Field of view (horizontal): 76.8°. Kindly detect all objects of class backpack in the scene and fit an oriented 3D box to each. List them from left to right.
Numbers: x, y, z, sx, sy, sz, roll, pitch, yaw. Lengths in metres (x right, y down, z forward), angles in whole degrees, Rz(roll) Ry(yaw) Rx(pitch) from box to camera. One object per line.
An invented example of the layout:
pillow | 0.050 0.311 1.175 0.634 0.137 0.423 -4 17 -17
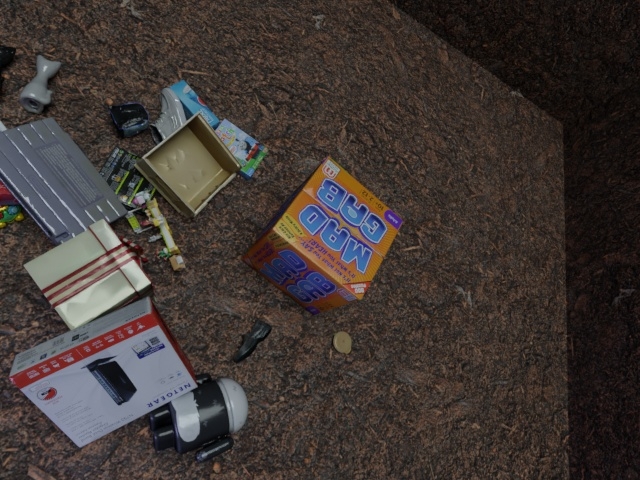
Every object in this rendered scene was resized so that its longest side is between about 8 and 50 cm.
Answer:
backpack | -0.671 -0.428 1.429 0.114 0.084 0.105 -24 82 -24

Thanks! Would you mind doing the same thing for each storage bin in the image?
storage bin | -0.451 -0.256 1.415 0.260 0.123 0.262 52 58 -27

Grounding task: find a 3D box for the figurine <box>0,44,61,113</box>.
figurine | -0.981 -0.540 1.316 0.215 0.092 0.209 11 63 -24

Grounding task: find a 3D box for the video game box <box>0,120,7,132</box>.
video game box | -1.007 -0.248 1.216 0.187 0.048 0.205 -38 91 -34

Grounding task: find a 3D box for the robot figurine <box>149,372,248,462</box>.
robot figurine | -0.355 0.519 1.201 0.278 0.174 0.209 -10 87 -29

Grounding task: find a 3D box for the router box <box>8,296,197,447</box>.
router box | -0.543 0.347 1.063 0.336 0.082 0.301 -25 124 -14

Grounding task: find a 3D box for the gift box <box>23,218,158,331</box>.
gift box | -0.619 0.121 1.171 0.258 0.255 0.276 -38 95 -23

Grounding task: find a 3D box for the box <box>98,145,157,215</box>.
box | -0.654 -0.205 1.383 0.184 0.045 0.190 25 62 -20

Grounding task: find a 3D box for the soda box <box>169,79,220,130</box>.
soda box | -0.491 -0.509 1.561 0.210 0.067 0.071 49 58 -4

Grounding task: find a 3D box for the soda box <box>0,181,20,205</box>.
soda box | -0.839 -0.163 1.204 0.263 0.083 0.092 -9 76 -49

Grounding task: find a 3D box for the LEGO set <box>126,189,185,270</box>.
LEGO set | -0.554 -0.020 1.334 0.107 0.132 0.287 -24 107 -15

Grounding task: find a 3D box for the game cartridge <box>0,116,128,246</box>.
game cartridge | -0.766 -0.169 1.177 0.355 0.068 0.230 56 38 -11

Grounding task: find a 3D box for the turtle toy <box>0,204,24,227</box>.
turtle toy | -0.945 -0.089 1.178 0.130 0.066 0.095 -32 88 -32

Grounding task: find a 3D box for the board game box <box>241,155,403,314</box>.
board game box | 0.000 0.000 1.456 0.357 0.356 0.356 39 60 -10

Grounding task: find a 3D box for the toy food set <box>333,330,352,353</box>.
toy food set | 0.085 0.391 1.557 0.083 0.020 0.082 16 65 -21

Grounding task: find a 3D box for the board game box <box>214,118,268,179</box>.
board game box | -0.334 -0.362 1.605 0.212 0.039 0.160 33 61 -12

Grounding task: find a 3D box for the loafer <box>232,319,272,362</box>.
loafer | -0.244 0.347 1.390 0.061 0.062 0.170 36 54 15

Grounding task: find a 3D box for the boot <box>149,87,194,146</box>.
boot | -0.567 -0.439 1.479 0.123 0.095 0.258 -20 83 -38
